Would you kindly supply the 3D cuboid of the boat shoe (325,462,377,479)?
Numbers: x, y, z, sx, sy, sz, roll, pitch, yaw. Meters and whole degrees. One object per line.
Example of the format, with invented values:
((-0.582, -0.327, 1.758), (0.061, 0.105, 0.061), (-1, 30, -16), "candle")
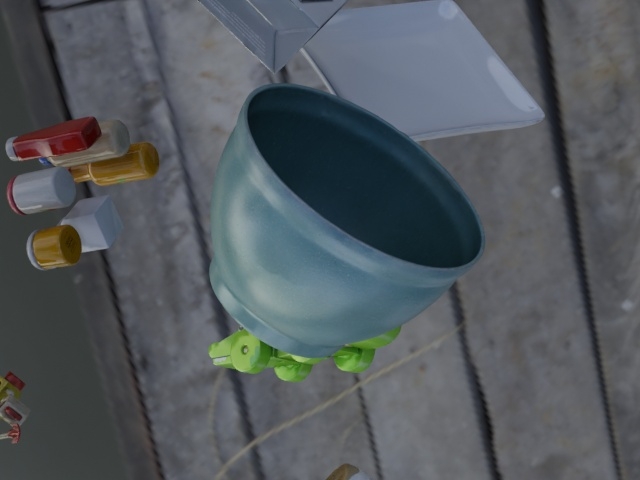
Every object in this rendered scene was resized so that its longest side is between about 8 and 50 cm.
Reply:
((0.011, 0.316, 1.082), (0.096, 0.277, 0.098), (25, 157, -9), "boat shoe")

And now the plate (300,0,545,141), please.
((0.118, -0.218, 1.859), (0.278, 0.277, 0.045), (58, 147, 38), "plate")

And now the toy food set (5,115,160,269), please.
((-0.259, -0.054, 1.385), (0.105, 0.232, 0.111), (-9, 119, 23), "toy food set")

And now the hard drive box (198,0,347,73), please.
((-0.059, -0.328, 1.714), (0.181, 0.232, 0.089), (44, 119, -7), "hard drive box")

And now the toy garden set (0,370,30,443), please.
((-0.411, 0.239, 1.594), (0.049, 0.204, 0.244), (43, 167, -16), "toy garden set")

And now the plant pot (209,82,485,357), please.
((0.000, 0.000, 1.482), (0.293, 0.293, 0.196), (41, 117, 12), "plant pot")

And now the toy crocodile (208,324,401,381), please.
((-0.028, 0.136, 1.965), (0.340, 0.115, 0.105), (-15, 67, 46), "toy crocodile")
